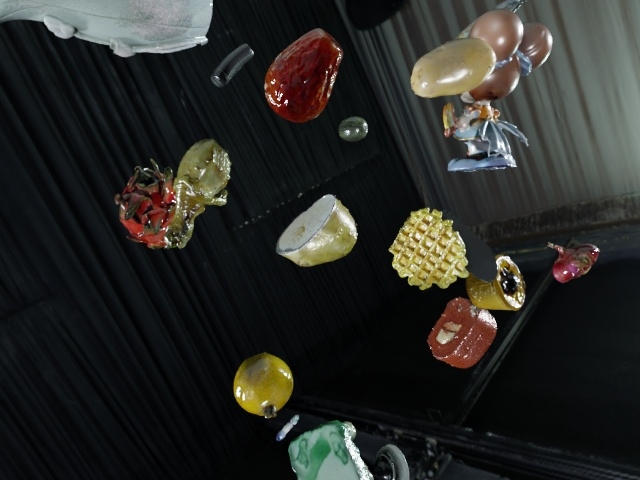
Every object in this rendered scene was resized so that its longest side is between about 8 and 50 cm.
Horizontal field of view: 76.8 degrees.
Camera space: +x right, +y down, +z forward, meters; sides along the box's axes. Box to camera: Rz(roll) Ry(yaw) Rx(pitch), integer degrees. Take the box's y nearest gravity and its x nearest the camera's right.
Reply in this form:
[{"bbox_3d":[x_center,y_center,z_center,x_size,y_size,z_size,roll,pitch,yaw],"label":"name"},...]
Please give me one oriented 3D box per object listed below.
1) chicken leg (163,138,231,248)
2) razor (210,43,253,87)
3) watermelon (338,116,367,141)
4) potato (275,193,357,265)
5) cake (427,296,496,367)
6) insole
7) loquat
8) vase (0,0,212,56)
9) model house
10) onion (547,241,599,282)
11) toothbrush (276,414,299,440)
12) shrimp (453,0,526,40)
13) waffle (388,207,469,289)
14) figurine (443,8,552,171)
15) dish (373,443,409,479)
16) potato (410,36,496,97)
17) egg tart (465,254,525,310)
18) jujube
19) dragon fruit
[{"bbox_3d":[-0.238,-0.086,0.788,0.088,0.227,0.103,21,-171,12],"label":"chicken leg"},{"bbox_3d":[-0.269,-0.533,1.226,0.148,0.054,0.090,-50,-150,-8],"label":"razor"},{"bbox_3d":[0.098,-0.341,1.238,0.078,0.078,0.111,-28,-161,-20],"label":"watermelon"},{"bbox_3d":[0.000,0.000,1.493,0.300,0.196,0.246,-37,-154,17],"label":"potato"},{"bbox_3d":[0.570,0.375,1.626,0.283,0.151,0.177,-58,-163,3],"label":"cake"},{"bbox_3d":[0.523,0.016,1.457,0.110,0.309,0.012,-44,158,15],"label":"insole"},{"bbox_3d":[-0.200,0.530,1.444,0.213,0.213,0.246,-24,-143,-1],"label":"loquat"},{"bbox_3d":[-0.454,-0.500,0.802,0.445,0.250,0.250,-19,-174,-35],"label":"vase"},{"bbox_3d":[0.084,0.702,1.234,0.194,0.267,0.325,-33,149,9],"label":"model house"},{"bbox_3d":[0.773,0.051,1.265,0.150,0.140,0.150,-36,158,-17],"label":"onion"},{"bbox_3d":[-0.096,0.561,1.215,0.027,0.021,0.269,-64,169,-9],"label":"toothbrush"},{"bbox_3d":[0.508,-0.663,1.315,0.317,0.062,0.164,-23,-140,57],"label":"shrimp"},{"bbox_3d":[0.375,0.039,1.458,0.312,0.307,0.060,-23,-173,44],"label":"waffle"},{"bbox_3d":[0.467,-0.392,1.117,0.277,0.388,0.248,-7,-172,-38],"label":"figurine"},{"bbox_3d":[0.199,0.714,1.251,0.078,0.141,0.141,8,173,-30],"label":"dish"},{"bbox_3d":[0.284,-0.372,0.882,0.178,0.118,0.109,-16,165,13],"label":"potato"},{"bbox_3d":[0.665,0.168,1.539,0.215,0.215,0.171,-33,-174,-41],"label":"egg tart"},{"bbox_3d":[-0.044,-0.461,1.137,0.255,0.190,0.190,-46,179,30],"label":"jujube"},{"bbox_3d":[-0.437,-0.095,1.068,0.192,0.274,0.193,-25,-137,-29],"label":"dragon fruit"}]
